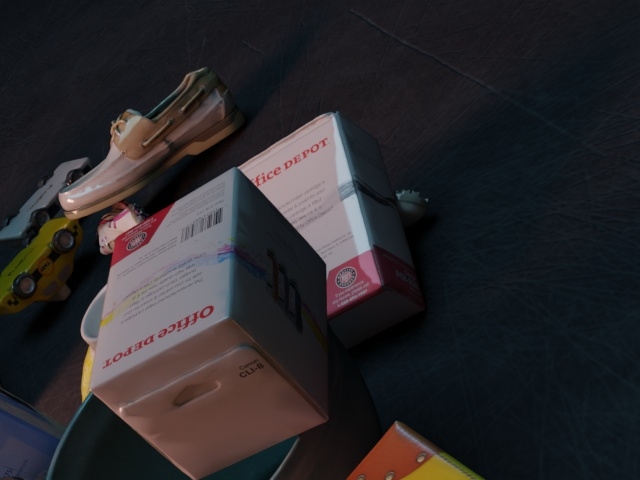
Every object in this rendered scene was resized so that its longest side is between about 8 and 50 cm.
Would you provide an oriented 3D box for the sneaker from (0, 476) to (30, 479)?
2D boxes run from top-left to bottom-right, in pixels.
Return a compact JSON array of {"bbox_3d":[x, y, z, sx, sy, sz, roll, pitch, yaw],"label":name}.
[{"bbox_3d":[-0.211,0.356,1.106,0.124,0.178,0.295,-20,65,38],"label":"sneaker"}]

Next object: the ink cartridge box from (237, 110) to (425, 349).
[{"bbox_3d":[0.000,0.000,1.338,0.159,0.092,0.217,-29,58,25],"label":"ink cartridge box"}]

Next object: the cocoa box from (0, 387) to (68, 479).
[{"bbox_3d":[-0.357,0.322,1.242,0.228,0.231,0.347,17,73,57],"label":"cocoa box"}]

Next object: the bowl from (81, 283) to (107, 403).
[{"bbox_3d":[-0.169,0.111,1.422,0.289,0.156,0.289,-33,29,20],"label":"bowl"}]

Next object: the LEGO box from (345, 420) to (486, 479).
[{"bbox_3d":[0.097,0.365,0.670,0.372,0.193,0.500,-49,28,-9],"label":"LEGO box"}]

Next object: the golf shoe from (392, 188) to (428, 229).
[{"bbox_3d":[0.046,0.007,1.406,0.176,0.069,0.086,-26,55,32],"label":"golf shoe"}]

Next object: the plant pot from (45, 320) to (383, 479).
[{"bbox_3d":[-0.060,0.208,1.090,0.293,0.196,0.293,-29,33,21],"label":"plant pot"}]

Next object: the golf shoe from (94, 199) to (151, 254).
[{"bbox_3d":[-0.272,-0.008,1.831,0.086,0.067,0.186,-55,19,-8],"label":"golf shoe"}]

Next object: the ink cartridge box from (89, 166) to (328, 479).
[{"bbox_3d":[-0.079,0.063,0.976,0.128,0.127,0.176,-28,34,21],"label":"ink cartridge box"}]

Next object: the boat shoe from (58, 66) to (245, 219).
[{"bbox_3d":[-0.260,-0.143,1.879,0.302,0.103,0.113,-35,19,-18],"label":"boat shoe"}]

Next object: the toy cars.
[{"bbox_3d":[-0.419,0.006,1.988,0.176,0.087,0.393,-31,26,12],"label":"toy cars"}]
